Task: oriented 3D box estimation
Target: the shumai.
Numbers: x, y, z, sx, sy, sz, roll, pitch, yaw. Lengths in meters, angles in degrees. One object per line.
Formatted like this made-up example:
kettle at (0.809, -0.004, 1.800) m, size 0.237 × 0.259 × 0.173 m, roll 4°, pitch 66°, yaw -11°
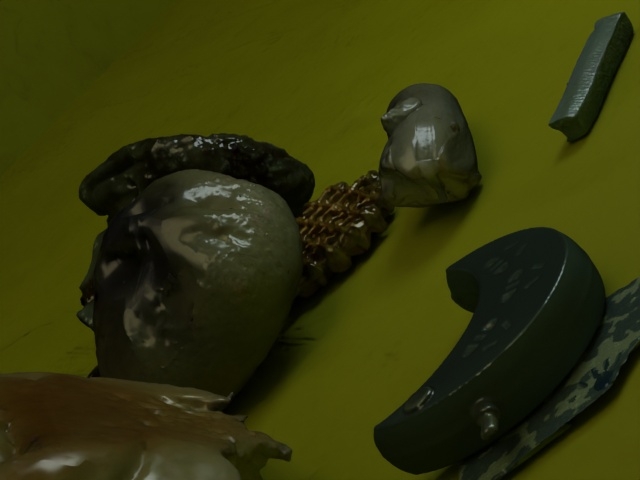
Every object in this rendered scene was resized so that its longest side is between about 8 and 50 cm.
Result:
shumai at (-0.131, 0.010, 1.842) m, size 0.271 × 0.222 × 0.204 m, roll -21°, pitch 63°, yaw 30°

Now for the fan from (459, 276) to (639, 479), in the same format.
fan at (0.176, 0.093, 1.202) m, size 0.240 × 0.009 × 0.131 m, roll -45°, pitch 18°, yaw -9°

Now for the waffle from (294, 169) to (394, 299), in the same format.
waffle at (0.003, -0.004, 1.737) m, size 0.191 × 0.038 × 0.191 m, roll -37°, pitch 19°, yaw 15°

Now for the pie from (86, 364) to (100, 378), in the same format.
pie at (-0.239, 0.155, 1.905) m, size 0.085 × 0.017 × 0.085 m, roll -37°, pitch 19°, yaw 15°

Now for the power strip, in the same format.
power strip at (0.128, 0.075, 1.254) m, size 0.167 × 0.054 × 0.253 m, roll -33°, pitch 17°, yaw 33°

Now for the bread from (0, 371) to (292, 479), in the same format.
bread at (-0.200, 0.212, 1.322) m, size 0.329 × 0.245 × 0.424 m, roll -43°, pitch 14°, yaw -4°

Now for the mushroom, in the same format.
mushroom at (0.105, -0.101, 1.680) m, size 0.099 × 0.096 × 0.278 m, roll 5°, pitch 22°, yaw -1°

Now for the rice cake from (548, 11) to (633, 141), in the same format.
rice cake at (0.250, -0.154, 1.583) m, size 0.042 × 0.030 × 0.180 m, roll -19°, pitch 28°, yaw 39°

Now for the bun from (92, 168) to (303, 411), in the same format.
bun at (-0.136, 0.051, 1.646) m, size 0.273 × 0.168 × 0.273 m, roll -43°, pitch 32°, yaw 36°
